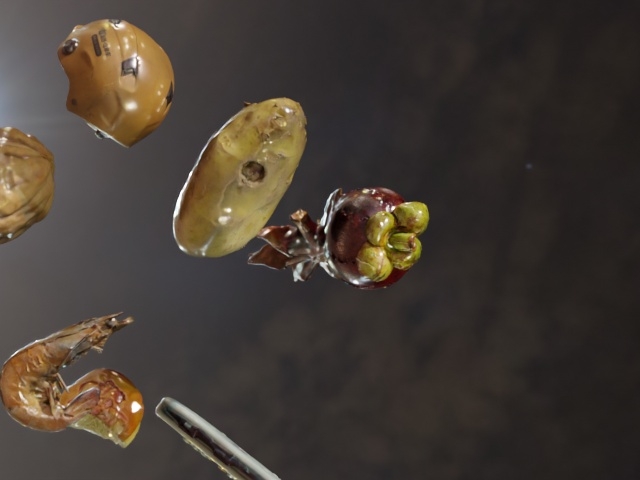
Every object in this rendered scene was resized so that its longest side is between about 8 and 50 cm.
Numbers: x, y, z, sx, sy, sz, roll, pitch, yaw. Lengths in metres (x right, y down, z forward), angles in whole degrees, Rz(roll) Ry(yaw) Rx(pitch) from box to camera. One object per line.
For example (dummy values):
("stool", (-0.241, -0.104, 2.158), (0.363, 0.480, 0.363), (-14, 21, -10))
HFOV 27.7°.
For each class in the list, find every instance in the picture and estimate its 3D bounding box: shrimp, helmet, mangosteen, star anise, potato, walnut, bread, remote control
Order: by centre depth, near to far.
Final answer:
("potato", (-0.124, -0.102, 2.013), (0.141, 0.192, 0.296), (44, -66, 15))
("shrimp", (-0.386, 0.203, 2.022), (0.251, 0.052, 0.143), (-32, -92, 13))
("mangosteen", (0.090, -0.002, 2.058), (0.180, 0.166, 0.166), (4, -87, 61))
("helmet", (-0.308, -0.264, 2.066), (0.130, 0.198, 0.224), (-21, -125, 25))
("walnut", (-0.550, -0.084, 2.124), (0.198, 0.245, 0.198), (162, -90, -82))
("star anise", (0.000, 0.000, 2.289), (0.288, 0.288, 0.088), (-46, -134, 49))
("bread", (-0.397, 0.301, 2.366), (0.086, 0.156, 0.125), (104, 2, -60))
("remote control", (-0.190, 0.401, 2.480), (0.296, 0.140, 0.056), (34, -99, 20))
